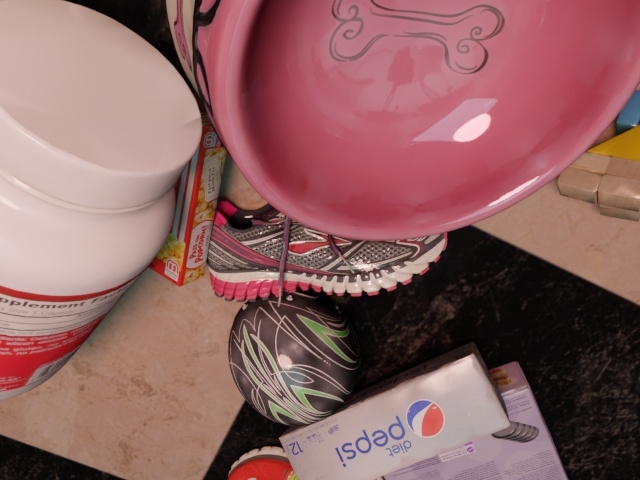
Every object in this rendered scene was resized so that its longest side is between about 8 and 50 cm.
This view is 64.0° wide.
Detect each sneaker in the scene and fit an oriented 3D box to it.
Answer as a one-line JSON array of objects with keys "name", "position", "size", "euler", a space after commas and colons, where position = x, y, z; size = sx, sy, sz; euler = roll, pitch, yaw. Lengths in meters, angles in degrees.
[{"name": "sneaker", "position": [-0.040, 0.393, 0.778], "size": [0.278, 0.118, 0.107], "euler": [-11, 116, 26]}, {"name": "sneaker", "position": [0.000, 0.000, 0.609], "size": [0.298, 0.121, 0.112], "euler": [-7, 111, 7]}]

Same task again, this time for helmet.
[{"name": "helmet", "position": [-0.035, 0.147, 0.650], "size": [0.169, 0.161, 0.170], "euler": [-3, 82, 26]}]

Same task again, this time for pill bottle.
[{"name": "pill bottle", "position": [-0.289, -0.013, 0.505], "size": [0.229, 0.229, 0.407], "euler": [39, 127, -14]}]

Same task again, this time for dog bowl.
[{"name": "dog bowl", "position": [0.080, -0.162, 0.424], "size": [0.407, 0.151, 0.408], "euler": [-8, 138, -7]}]

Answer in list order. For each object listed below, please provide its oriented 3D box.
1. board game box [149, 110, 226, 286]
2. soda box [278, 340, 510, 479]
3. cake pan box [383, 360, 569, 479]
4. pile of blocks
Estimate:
[{"name": "board game box", "position": [-0.187, -0.066, 0.596], "size": [0.146, 0.045, 0.194], "euler": [26, 116, 23]}, {"name": "soda box", "position": [0.096, 0.242, 0.683], "size": [0.286, 0.091, 0.098], "euler": [-29, 82, 14]}, {"name": "cake pan box", "position": [0.220, 0.334, 0.782], "size": [0.266, 0.070, 0.246], "euler": [-25, 109, 14]}, {"name": "pile of blocks", "position": [0.437, -0.132, 0.550], "size": [0.361, 0.149, 0.112], "euler": [-22, 155, 22]}]
